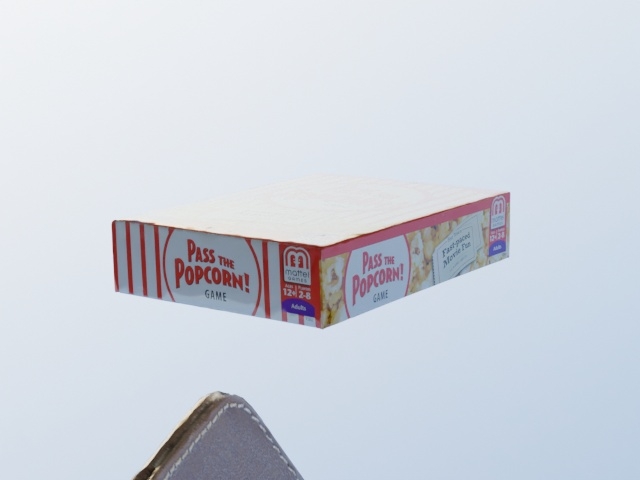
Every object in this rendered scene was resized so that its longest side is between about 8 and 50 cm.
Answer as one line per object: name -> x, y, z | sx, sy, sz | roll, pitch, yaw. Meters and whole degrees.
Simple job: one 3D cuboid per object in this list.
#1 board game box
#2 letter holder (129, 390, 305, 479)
board game box -> 0.000, 0.000, 0.711 | 0.146, 0.045, 0.193 | 7, -166, 35
letter holder -> -0.047, 0.237, 0.450 | 0.152, 0.302, 0.214 | -25, -170, 27
